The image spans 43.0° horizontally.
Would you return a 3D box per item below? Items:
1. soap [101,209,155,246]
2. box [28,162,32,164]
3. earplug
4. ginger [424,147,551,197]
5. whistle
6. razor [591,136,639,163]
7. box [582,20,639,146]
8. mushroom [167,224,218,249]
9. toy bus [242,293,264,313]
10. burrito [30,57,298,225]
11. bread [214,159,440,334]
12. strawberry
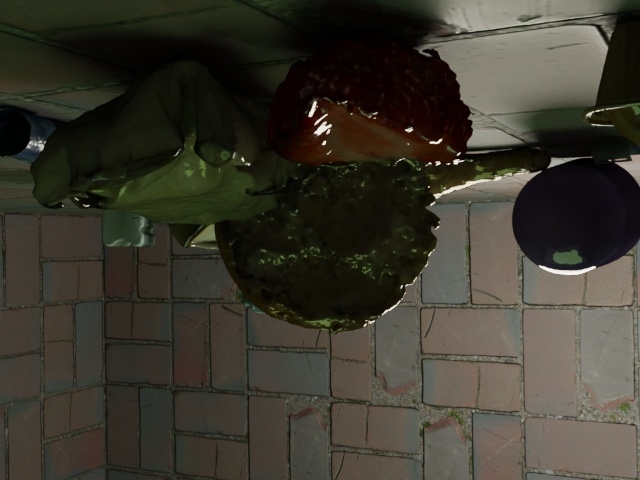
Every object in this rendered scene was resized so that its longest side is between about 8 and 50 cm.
[{"bbox_3d":[-0.425,-0.064,1.816,0.087,0.160,0.265,0,180,-6],"label":"soap"},{"bbox_3d":[-0.433,-0.137,1.341,0.083,0.024,0.054,-2,-179,23],"label":"box"},{"bbox_3d":[0.439,-0.039,1.386,0.215,0.215,0.456,-1,-176,23],"label":"earplug"},{"bbox_3d":[0.253,-0.124,1.425,0.294,0.086,0.131,-10,165,20],"label":"ginger"},{"bbox_3d":[-0.333,-0.123,1.065,0.062,0.062,0.304,-1,180,8],"label":"whistle"},{"bbox_3d":[0.507,-0.150,1.324,0.135,0.040,0.068,-9,-174,-41],"label":"razor"},{"bbox_3d":[0.290,-0.115,0.612,0.177,0.111,0.111,-1,180,16],"label":"box"},{"bbox_3d":[-0.098,-0.100,1.332,0.292,0.212,0.217,16,123,-46],"label":"mushroom"},{"bbox_3d":[-0.106,0.005,1.888,0.151,0.313,0.190,-1,-178,-14],"label":"toy bus"},{"bbox_3d":[-0.134,-0.091,0.766,0.190,0.135,0.332,-4,178,6],"label":"burrito"},{"bbox_3d":[0.008,-0.027,0.985,0.274,0.274,0.149,-1,-173,2],"label":"bread"},{"bbox_3d":[0.019,-0.115,0.650,0.174,0.098,0.228,-2,176,31],"label":"strawberry"}]
